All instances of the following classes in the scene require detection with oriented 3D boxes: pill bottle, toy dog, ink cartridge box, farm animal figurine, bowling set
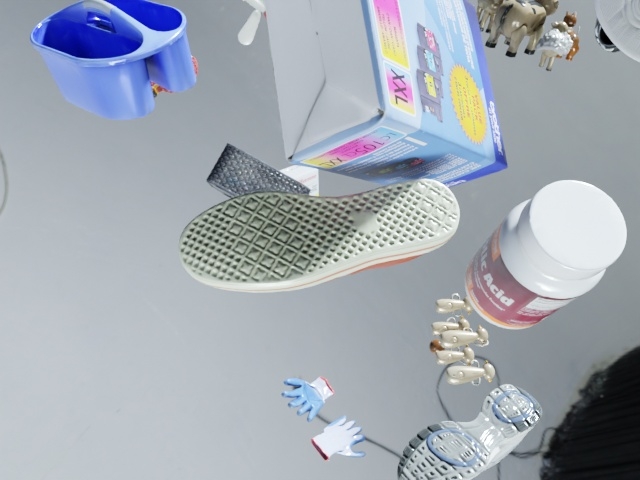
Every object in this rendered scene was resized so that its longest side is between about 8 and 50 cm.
[{"bbox_3d":[0.469,0.042,1.319,0.224,0.392,0.224,1,68,-3],"label":"pill bottle"},{"bbox_3d":[-0.153,-0.651,1.933,0.220,0.161,0.333,-31,109,-40],"label":"toy dog"},{"bbox_3d":[-0.064,-0.090,1.537,0.127,0.072,0.175,-31,126,-55],"label":"ink cartridge box"},{"bbox_3d":[0.116,-0.221,0.832,0.395,0.151,0.270,6,72,-53],"label":"ink cartridge box"},{"bbox_3d":[0.556,-0.616,1.670,0.330,0.172,0.327,27,37,20],"label":"farm animal figurine"},{"bbox_3d":[0.443,0.316,1.974,0.154,0.200,0.287,-5,83,-6],"label":"bowling set"}]

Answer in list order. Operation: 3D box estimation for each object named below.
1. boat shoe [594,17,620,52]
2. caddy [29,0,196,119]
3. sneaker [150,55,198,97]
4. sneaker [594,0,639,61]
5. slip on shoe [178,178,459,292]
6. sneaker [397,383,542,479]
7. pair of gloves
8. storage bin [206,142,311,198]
[{"bbox_3d":[0.411,-0.305,0.849,0.084,0.079,0.233,47,12,7],"label":"boat shoe"},{"bbox_3d":[-0.406,-0.383,1.201,0.341,0.179,0.241,25,52,31],"label":"caddy"},{"bbox_3d":[-0.418,-0.418,1.551,0.225,0.088,0.093,-28,46,-18],"label":"sneaker"},{"bbox_3d":[0.392,-0.204,0.622,0.121,0.079,0.217,-13,49,-41],"label":"sneaker"},{"bbox_3d":[0.000,0.000,0.734,0.331,0.101,0.123,-10,72,-12],"label":"slip on shoe"},{"bbox_3d":[0.258,0.366,1.053,0.297,0.129,0.111,-17,43,-25],"label":"sneaker"},{"bbox_3d":[0.011,0.339,1.175,0.198,0.023,0.159,49,24,20],"label":"pair of gloves"},{"bbox_3d":[-0.118,-0.100,1.178,0.180,0.122,0.084,28,87,-1],"label":"storage bin"}]
